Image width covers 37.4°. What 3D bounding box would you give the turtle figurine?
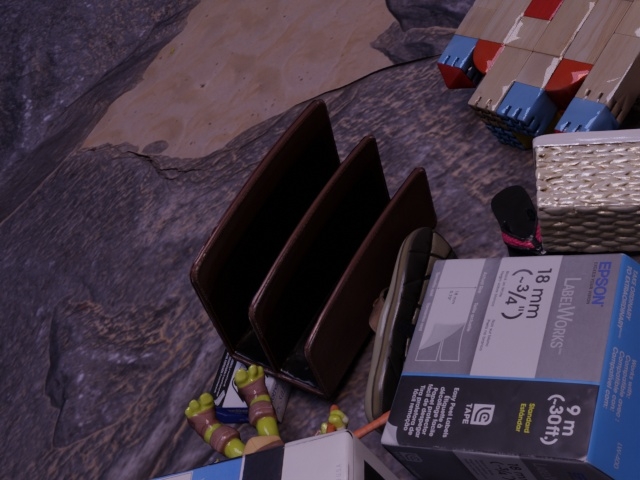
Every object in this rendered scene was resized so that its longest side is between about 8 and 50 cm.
[{"bbox_3d":[-0.052,0.240,1.077,0.269,0.087,0.217,-40,44,-1],"label":"turtle figurine"}]

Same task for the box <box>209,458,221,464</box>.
[{"bbox_3d":[-0.105,0.339,1.093,0.059,0.054,0.169,-36,40,2],"label":"box"}]

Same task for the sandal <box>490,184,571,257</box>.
[{"bbox_3d":[0.251,-0.014,1.170,0.067,0.040,0.179,-30,41,9],"label":"sandal"}]

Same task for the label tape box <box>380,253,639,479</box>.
[{"bbox_3d":[0.256,0.136,0.980,0.334,0.106,0.240,-3,52,34],"label":"label tape box"}]

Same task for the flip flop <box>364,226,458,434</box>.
[{"bbox_3d":[0.099,0.103,1.139,0.080,0.112,0.277,-13,50,46],"label":"flip flop"}]

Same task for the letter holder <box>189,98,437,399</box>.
[{"bbox_3d":[0.000,0.000,1.166,0.152,0.214,0.302,19,60,27],"label":"letter holder"}]

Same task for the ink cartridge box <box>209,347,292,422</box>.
[{"bbox_3d":[-0.074,0.141,1.260,0.097,0.046,0.207,-7,49,30],"label":"ink cartridge box"}]

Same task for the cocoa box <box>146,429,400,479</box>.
[{"bbox_3d":[0.002,0.351,0.778,0.228,0.347,0.231,-18,45,22],"label":"cocoa box"}]

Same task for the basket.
[{"bbox_3d":[0.328,-0.052,1.078,0.167,0.113,0.103,0,58,19],"label":"basket"}]

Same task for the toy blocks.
[{"bbox_3d":[0.309,-0.235,1.256,0.381,0.191,0.261,28,83,46],"label":"toy blocks"}]
